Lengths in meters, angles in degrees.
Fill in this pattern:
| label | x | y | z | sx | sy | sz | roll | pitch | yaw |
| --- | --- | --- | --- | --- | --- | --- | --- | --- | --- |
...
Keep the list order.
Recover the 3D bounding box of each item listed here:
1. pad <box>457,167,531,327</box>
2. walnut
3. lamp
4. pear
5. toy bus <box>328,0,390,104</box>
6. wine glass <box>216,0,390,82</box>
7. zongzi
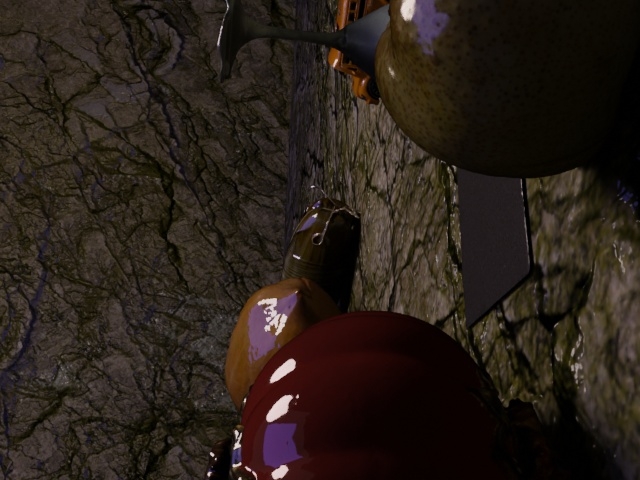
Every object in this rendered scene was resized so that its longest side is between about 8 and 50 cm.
| label | x | y | z | sx | sy | sz | roll | pitch | yaw |
| --- | --- | --- | --- | --- | --- | --- | --- | --- | --- |
| pad | 0.135 | -0.048 | 0.619 | 0.143 | 0.003 | 0.211 | 110 | 163 | -66 |
| walnut | -0.043 | 0.175 | 1.161 | 0.298 | 0.203 | 0.203 | 101 | 171 | -51 |
| lamp | 0.042 | 0.153 | 0.449 | 0.227 | 0.226 | 0.227 | -176 | 90 | -83 |
| pear | 0.098 | -0.116 | 0.407 | 0.167 | 0.136 | 0.167 | -173 | 90 | -88 |
| toy bus | 0.061 | -0.286 | 1.033 | 0.083 | 0.088 | 0.194 | -100 | 16 | -61 |
| wine glass | 0.007 | -0.222 | 0.839 | 0.156 | 0.232 | 0.156 | -175 | 90 | -84 |
| zongzi | 0.000 | 0.000 | 1.328 | 0.241 | 0.111 | 0.248 | -85 | 8 | -62 |
